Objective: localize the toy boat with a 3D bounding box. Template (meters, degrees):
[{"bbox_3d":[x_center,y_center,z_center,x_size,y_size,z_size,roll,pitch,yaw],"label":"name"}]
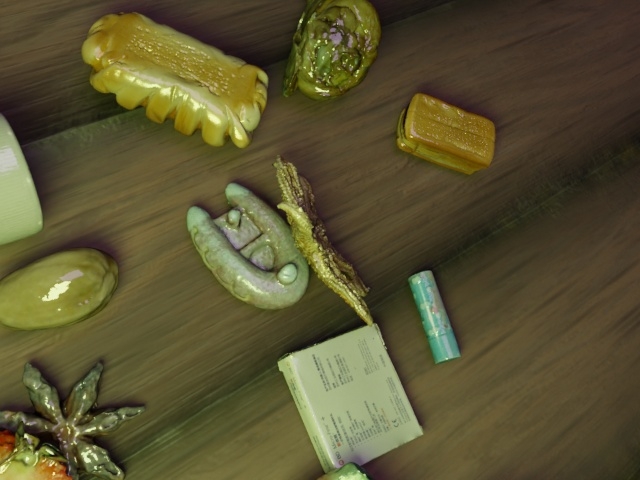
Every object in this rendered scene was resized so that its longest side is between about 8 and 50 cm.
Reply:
[{"bbox_3d":[-0.107,0.009,1.064,0.155,0.085,0.227,-35,83,-31],"label":"toy boat"}]

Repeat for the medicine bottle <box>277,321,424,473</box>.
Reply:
[{"bbox_3d":[0.050,0.246,1.039,0.171,0.052,0.201,-18,76,-27],"label":"medicine bottle"}]

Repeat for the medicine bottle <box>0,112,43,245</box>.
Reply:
[{"bbox_3d":[-0.555,-0.040,0.840,0.340,0.208,0.208,-21,76,-28],"label":"medicine bottle"}]

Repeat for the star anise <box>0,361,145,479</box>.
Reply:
[{"bbox_3d":[-0.333,0.244,0.884,0.208,0.063,0.172,47,59,3],"label":"star anise"}]

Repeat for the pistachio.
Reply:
[{"bbox_3d":[-0.374,0.068,0.925,0.185,0.108,0.126,-23,54,-21],"label":"pistachio"}]

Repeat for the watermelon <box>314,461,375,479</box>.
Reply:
[{"bbox_3d":[-0.001,0.432,0.899,0.257,0.140,0.193,-26,78,-8],"label":"watermelon"}]

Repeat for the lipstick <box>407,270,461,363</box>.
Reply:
[{"bbox_3d":[0.198,0.133,1.149,0.048,0.048,0.158,-8,70,-24],"label":"lipstick"}]

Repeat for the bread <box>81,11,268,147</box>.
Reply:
[{"bbox_3d":[-0.244,-0.269,1.114,0.311,0.121,0.173,24,57,-10],"label":"bread"}]

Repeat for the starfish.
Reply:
[{"bbox_3d":[-0.004,0.003,1.064,0.060,0.299,0.302,-31,100,6],"label":"starfish"}]

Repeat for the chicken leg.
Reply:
[{"bbox_3d":[0.014,-0.453,1.289,0.153,0.201,0.429,26,50,-42],"label":"chicken leg"}]

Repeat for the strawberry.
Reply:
[{"bbox_3d":[-0.408,0.333,0.791,0.175,0.107,0.236,46,72,-30],"label":"strawberry"}]

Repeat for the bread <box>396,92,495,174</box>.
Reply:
[{"bbox_3d":[0.249,-0.208,1.305,0.200,0.077,0.116,17,61,-16],"label":"bread"}]
